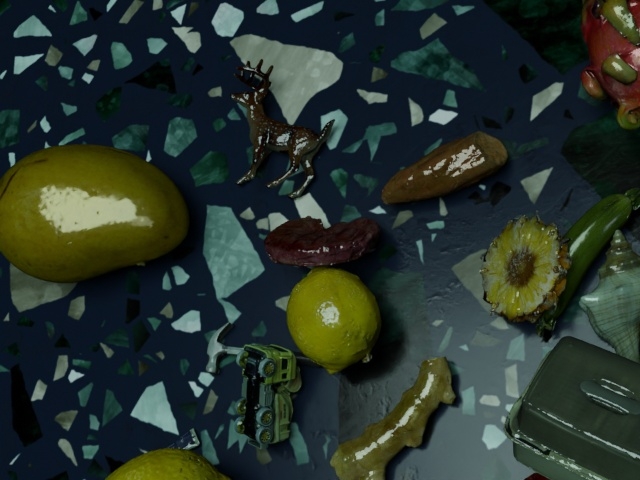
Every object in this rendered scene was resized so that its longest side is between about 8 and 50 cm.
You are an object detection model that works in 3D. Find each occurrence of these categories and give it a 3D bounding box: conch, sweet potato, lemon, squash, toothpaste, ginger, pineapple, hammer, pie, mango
[{"bbox_3d":[0.497,0.101,1.798,0.137,0.114,0.234,17,86,40],"label":"conch"},{"bbox_3d":[0.228,-0.132,1.993,0.251,0.097,0.097,-21,67,14],"label":"sweet potato"},{"bbox_3d":[-0.294,0.515,1.913,0.310,0.258,0.258,-33,64,9],"label":"lemon"},{"bbox_3d":[0.454,0.024,1.861,0.318,0.080,0.071,-53,23,-2],"label":"squash"},{"bbox_3d":[-0.298,0.420,2.078,0.140,0.021,0.037,-34,63,8],"label":"toothpaste"},{"bbox_3d":[0.136,0.329,1.899,0.118,0.065,0.299,38,92,15],"label":"ginger"},{"bbox_3d":[0.365,0.050,1.855,0.221,0.047,0.221,-31,51,47],"label":"pineapple"},{"bbox_3d":[-0.106,0.216,2.060,0.246,0.029,0.103,2,75,22],"label":"hammer"},{"bbox_3d":[0.000,0.000,2.004,0.218,0.204,0.054,6,111,35],"label":"pie"},{"bbox_3d":[-0.480,-0.053,2.198,0.445,0.220,0.301,7,74,21],"label":"mango"},{"bbox_3d":[0.023,0.139,1.947,0.173,0.173,0.206,-23,71,15],"label":"lemon"}]

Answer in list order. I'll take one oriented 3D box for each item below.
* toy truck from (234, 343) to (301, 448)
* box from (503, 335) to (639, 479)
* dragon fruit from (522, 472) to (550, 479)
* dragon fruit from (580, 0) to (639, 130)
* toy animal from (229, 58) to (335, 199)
[{"bbox_3d":[-0.091,0.288,1.978,0.085,0.116,0.191,10,100,48],"label":"toy truck"},{"bbox_3d":[0.457,0.297,1.684,0.290,0.166,0.220,23,53,27],"label":"box"},{"bbox_3d":[0.338,0.591,1.722,0.329,0.228,0.286,43,126,9],"label":"dragon fruit"},{"bbox_3d":[0.568,-0.350,1.866,0.227,0.243,0.307,-32,22,35],"label":"dragon fruit"},{"bbox_3d":[-0.094,-0.228,2.180,0.243,0.087,0.260,18,79,13],"label":"toy animal"}]
